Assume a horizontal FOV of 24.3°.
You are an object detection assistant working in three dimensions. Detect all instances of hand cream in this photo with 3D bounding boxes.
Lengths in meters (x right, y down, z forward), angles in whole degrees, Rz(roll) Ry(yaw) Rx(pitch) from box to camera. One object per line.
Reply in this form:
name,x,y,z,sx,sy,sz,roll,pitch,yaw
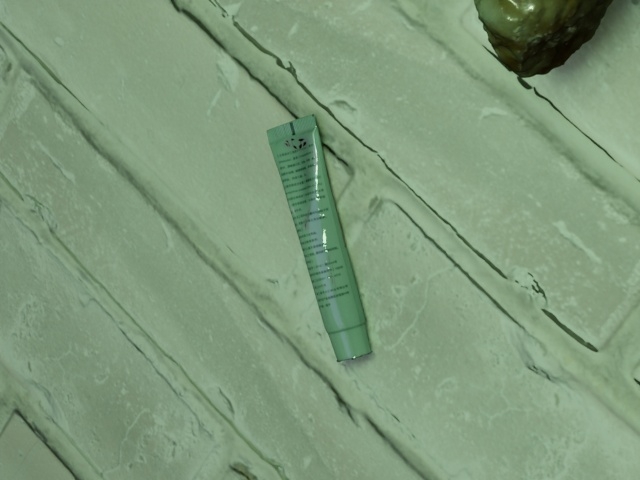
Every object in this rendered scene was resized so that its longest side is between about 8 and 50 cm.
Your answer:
hand cream,0.000,0.000,2.002,0.085,0.058,0.331,-15,93,39

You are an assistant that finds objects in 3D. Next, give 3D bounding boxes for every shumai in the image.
shumai,0.301,-0.312,1.585,0.262,0.314,0.267,-7,115,20
